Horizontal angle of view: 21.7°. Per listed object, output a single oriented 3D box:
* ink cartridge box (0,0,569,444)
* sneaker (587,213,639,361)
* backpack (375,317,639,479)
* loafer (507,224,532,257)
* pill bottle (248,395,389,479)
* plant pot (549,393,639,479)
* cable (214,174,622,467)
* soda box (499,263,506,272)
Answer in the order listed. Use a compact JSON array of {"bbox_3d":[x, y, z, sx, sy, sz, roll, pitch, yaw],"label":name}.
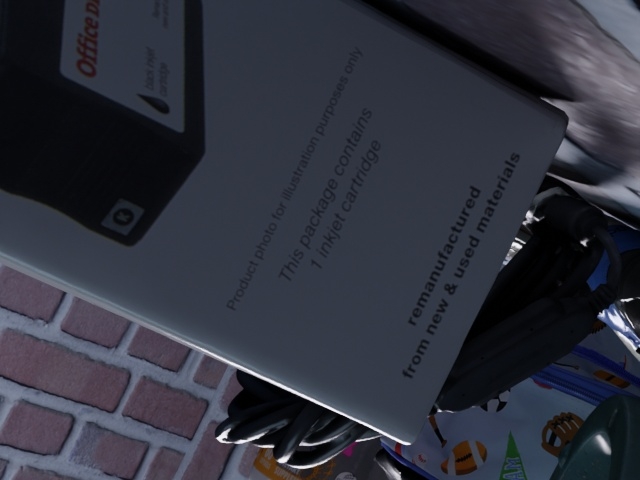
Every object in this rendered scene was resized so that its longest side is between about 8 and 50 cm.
[{"bbox_3d":[-0.106,-0.062,0.591,0.307,0.129,0.223,27,178,-21],"label":"ink cartridge box"},{"bbox_3d":[0.180,0.044,0.775,0.152,0.058,0.084,35,-179,-37],"label":"sneaker"},{"bbox_3d":[0.180,0.135,1.070,0.263,0.213,0.276,18,174,-19],"label":"backpack"},{"bbox_3d":[0.068,-0.025,0.789,0.125,0.039,0.045,23,169,0],"label":"loafer"},{"bbox_3d":[0.059,0.136,1.544,0.162,0.278,0.162,25,178,1],"label":"pill bottle"},{"bbox_3d":[0.184,0.181,0.722,0.196,0.293,0.293,22,178,0],"label":"plant pot"},{"bbox_3d":[0.031,0.027,0.698,0.047,0.184,0.150,57,-177,-28],"label":"cable"},{"bbox_3d":[0.000,0.000,1.355,0.286,0.098,0.091,26,177,-6],"label":"soda box"}]
